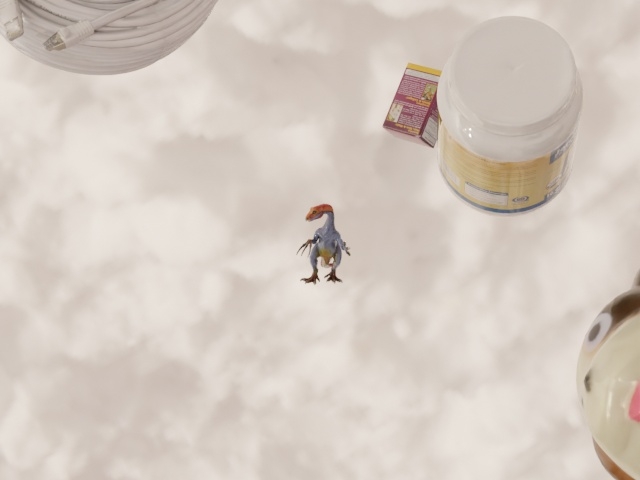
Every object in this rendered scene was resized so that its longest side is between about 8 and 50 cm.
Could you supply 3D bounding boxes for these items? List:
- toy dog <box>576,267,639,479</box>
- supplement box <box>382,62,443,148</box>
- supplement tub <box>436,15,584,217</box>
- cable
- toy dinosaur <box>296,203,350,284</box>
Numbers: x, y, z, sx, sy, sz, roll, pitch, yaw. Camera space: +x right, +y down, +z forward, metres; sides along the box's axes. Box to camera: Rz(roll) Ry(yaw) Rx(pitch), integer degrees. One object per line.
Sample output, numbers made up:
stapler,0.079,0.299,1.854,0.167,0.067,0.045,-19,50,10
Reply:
toy dog,0.433,0.160,1.603,0.395,0.408,0.284,-29,132,-53
supplement box,0.116,-0.155,1.981,0.043,0.055,0.083,31,80,-57
supplement tub,0.189,-0.123,1.737,0.144,0.144,0.199,-27,158,-8
cable,-0.214,-0.280,1.680,0.257,0.257,0.089,-13,152,-20
toy dinosaur,0.000,0.000,1.587,0.047,0.090,0.082,2,108,-6
